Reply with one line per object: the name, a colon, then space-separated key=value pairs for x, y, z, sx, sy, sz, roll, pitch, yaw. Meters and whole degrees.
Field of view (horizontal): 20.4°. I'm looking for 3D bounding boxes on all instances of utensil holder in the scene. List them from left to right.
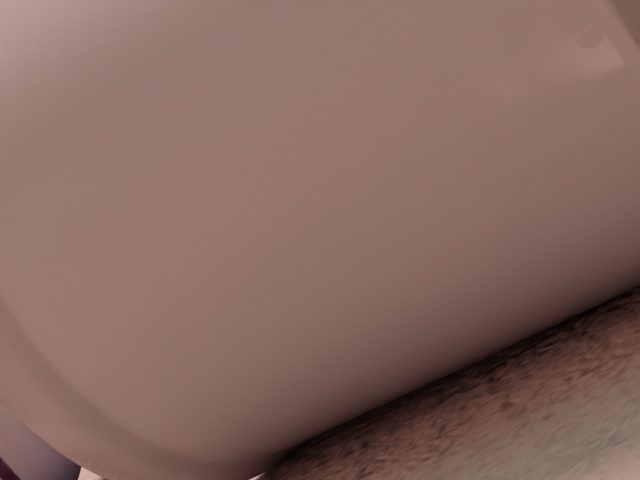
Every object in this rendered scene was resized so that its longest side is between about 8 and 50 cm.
utensil holder: x=0.026 y=-0.083 z=0.918 sx=0.385 sy=0.328 sz=0.327 roll=-28 pitch=9 yaw=32

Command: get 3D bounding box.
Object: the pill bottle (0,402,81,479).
pill bottle: x=-0.284 y=0.158 z=1.301 sx=0.301 sy=0.169 sz=0.169 roll=-38 pitch=6 yaw=-5
